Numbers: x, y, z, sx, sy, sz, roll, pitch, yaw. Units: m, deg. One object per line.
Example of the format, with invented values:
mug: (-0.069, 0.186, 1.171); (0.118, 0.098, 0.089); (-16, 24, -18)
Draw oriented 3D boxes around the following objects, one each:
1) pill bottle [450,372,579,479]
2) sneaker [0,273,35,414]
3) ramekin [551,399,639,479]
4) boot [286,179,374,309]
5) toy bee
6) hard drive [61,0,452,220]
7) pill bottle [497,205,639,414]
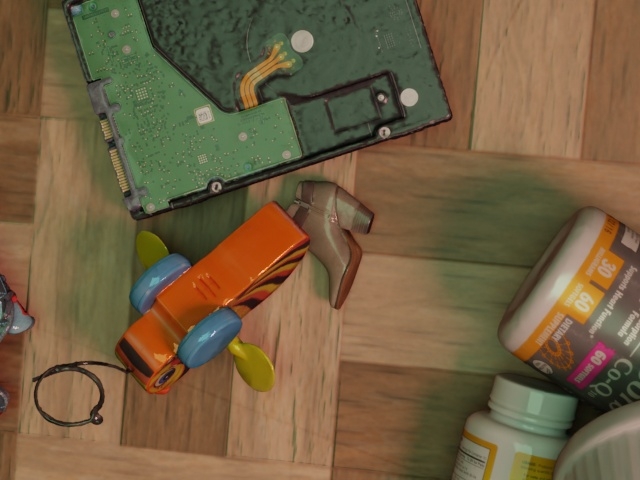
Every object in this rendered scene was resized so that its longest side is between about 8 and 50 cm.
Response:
pill bottle: (0.183, 0.242, 1.419); (0.117, 0.117, 0.215); (15, 94, 6)
sneaker: (-0.354, 0.060, 1.503); (0.125, 0.104, 0.262); (4, 97, -10)
ramekin: (0.337, 0.260, 1.283); (0.272, 0.127, 0.273); (4, 136, 4)
boot: (0.000, 0.000, 1.474); (0.087, 0.042, 0.119); (20, 94, 12)
toy bee: (-0.147, 0.081, 1.454); (0.298, 0.162, 0.195); (-17, 70, -12)
hard drive: (-0.063, -0.179, 1.460); (0.338, 0.064, 0.237); (-18, 90, 7)
pill bottle: (0.319, 0.104, 1.373); (0.278, 0.162, 0.162); (33, 96, 3)
